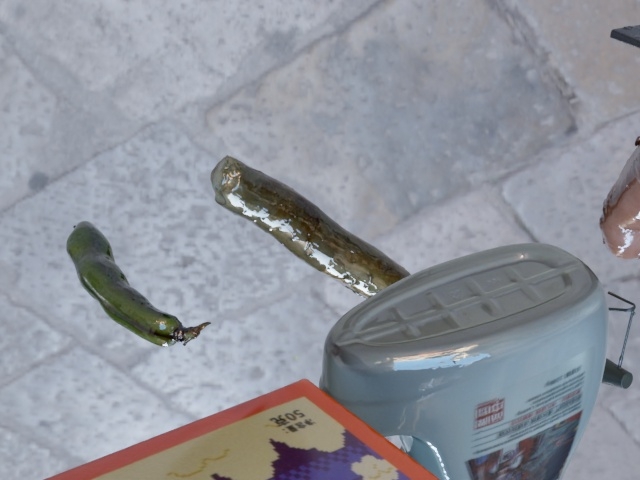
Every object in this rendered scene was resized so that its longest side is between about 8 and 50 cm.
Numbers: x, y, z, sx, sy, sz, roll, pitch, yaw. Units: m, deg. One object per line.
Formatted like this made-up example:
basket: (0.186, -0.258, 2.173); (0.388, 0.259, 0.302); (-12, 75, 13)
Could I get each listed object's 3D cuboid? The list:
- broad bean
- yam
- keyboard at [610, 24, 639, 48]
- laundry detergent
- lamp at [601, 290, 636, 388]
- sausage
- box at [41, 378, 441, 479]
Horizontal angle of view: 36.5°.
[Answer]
broad bean: (-0.195, 0.042, 0.942); (0.069, 0.226, 0.039); (-17, 130, -39)
yam: (0.000, 0.000, 1.175); (0.317, 0.067, 0.071); (33, 173, -26)
keyboard: (0.523, -0.272, 1.222); (0.309, 0.101, 0.018); (-12, 116, -17)
laundry detergent: (0.132, 0.210, 0.913); (0.263, 0.125, 0.398); (-18, 127, -17)
lamp: (0.353, 0.125, 1.156); (0.041, 0.054, 0.121); (-23, 116, -28)
sausage: (0.309, -0.065, 0.878); (0.078, 0.078, 0.304); (-5, 157, 3)
box: (-0.074, 0.325, 0.628); (0.348, 0.257, 0.319); (-14, 124, -41)
